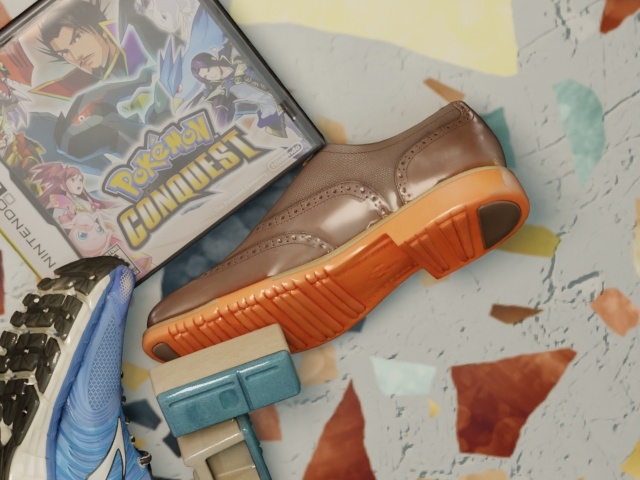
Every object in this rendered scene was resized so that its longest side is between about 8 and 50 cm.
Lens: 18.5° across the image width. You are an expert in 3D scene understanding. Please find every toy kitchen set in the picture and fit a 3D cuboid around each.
[{"bbox_3d":[-0.048,0.212,1.698,0.122,0.166,0.207,-20,132,-2],"label":"toy kitchen set"}]

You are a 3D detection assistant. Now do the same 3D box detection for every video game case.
[{"bbox_3d":[-0.178,-0.099,1.694,0.275,0.035,0.248,-37,105,6],"label":"video game case"}]

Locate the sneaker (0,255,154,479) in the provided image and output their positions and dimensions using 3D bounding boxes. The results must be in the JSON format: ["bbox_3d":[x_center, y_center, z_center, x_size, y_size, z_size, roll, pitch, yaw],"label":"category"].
[{"bbox_3d":[-0.209,0.175,1.689,0.147,0.129,0.330,13,91,-31],"label":"sneaker"}]

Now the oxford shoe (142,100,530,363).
[{"bbox_3d":[0.000,0.000,1.735,0.363,0.130,0.133,-25,61,6],"label":"oxford shoe"}]
